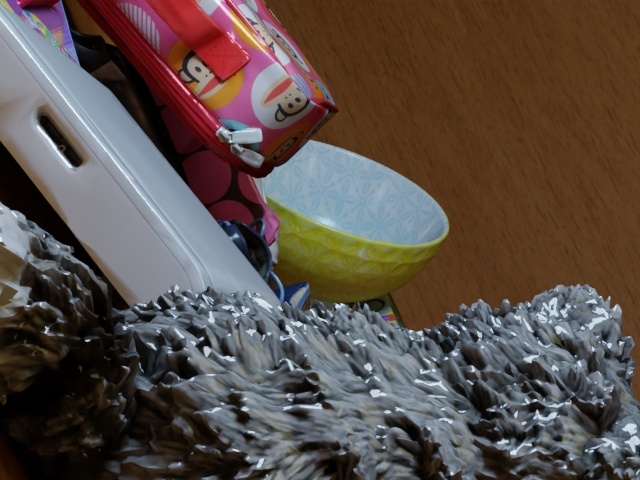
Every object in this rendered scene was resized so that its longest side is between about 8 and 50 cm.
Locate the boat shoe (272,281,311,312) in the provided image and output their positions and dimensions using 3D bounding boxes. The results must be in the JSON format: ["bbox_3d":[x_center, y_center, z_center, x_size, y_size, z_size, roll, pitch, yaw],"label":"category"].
[{"bbox_3d":[-0.040,0.097,2.034,0.183,0.066,0.066,-62,133,-74],"label":"boat shoe"}]

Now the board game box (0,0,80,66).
[{"bbox_3d":[-0.215,-0.207,1.356,0.133,0.033,0.168,47,16,-47],"label":"board game box"}]

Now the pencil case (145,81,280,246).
[{"bbox_3d":[-0.111,-0.076,1.751,0.095,0.098,0.209,-74,140,-73],"label":"pencil case"}]

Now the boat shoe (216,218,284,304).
[{"bbox_3d":[-0.077,0.033,1.552,0.258,0.089,0.109,-26,92,-87],"label":"boat shoe"}]

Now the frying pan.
[{"bbox_3d":[-0.184,-0.142,1.547,0.197,0.053,0.326,-113,180,-61],"label":"frying pan"}]

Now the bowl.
[{"bbox_3d":[0.000,0.000,2.251,0.289,0.290,0.156,-109,-143,-63],"label":"bowl"}]

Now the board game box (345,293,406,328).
[{"bbox_3d":[0.047,0.147,2.323,0.275,0.142,0.144,-107,172,-71],"label":"board game box"}]

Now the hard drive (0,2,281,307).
[{"bbox_3d":[-0.128,-0.036,1.152,0.233,0.047,0.353,51,1,8],"label":"hard drive"}]

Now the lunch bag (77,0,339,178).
[{"bbox_3d":[-0.115,-0.191,1.538,0.293,0.120,0.258,50,4,5],"label":"lunch bag"}]

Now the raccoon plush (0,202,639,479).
[{"bbox_3d":[0.022,0.081,0.861,0.446,0.299,0.216,59,8,-65],"label":"raccoon plush"}]

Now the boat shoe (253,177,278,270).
[{"bbox_3d":[-0.096,-0.147,2.016,0.136,0.156,0.367,49,17,-79],"label":"boat shoe"}]

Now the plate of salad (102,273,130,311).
[{"bbox_3d":[-0.089,0.104,1.174,0.200,0.048,0.199,-24,90,-88],"label":"plate of salad"}]
